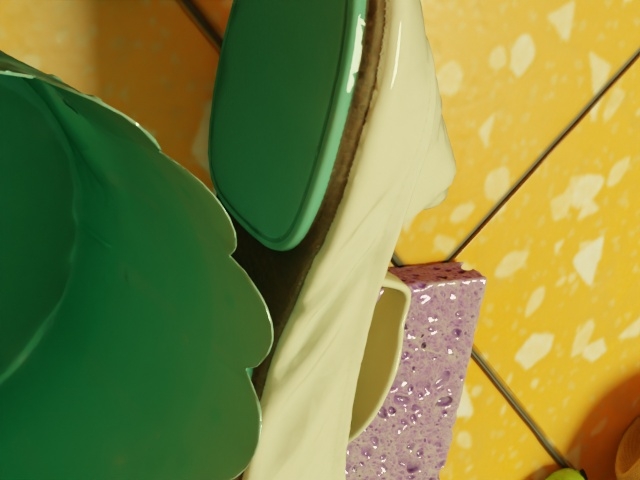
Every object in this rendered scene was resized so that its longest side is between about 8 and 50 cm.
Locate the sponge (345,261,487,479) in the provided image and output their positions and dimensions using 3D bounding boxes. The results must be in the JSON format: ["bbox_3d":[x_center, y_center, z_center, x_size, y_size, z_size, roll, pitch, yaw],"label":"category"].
[{"bbox_3d":[0.039,0.119,0.770,0.117,0.031,0.210,-4,113,-33],"label":"sponge"}]

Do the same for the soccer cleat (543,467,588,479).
[{"bbox_3d":[0.196,0.263,0.931,0.072,0.060,0.179,-20,115,-14],"label":"soccer cleat"}]

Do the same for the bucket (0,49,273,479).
[{"bbox_3d":[-0.181,0.037,0.488,0.281,0.183,0.281,-14,118,-28],"label":"bucket"}]

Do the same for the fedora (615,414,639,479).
[{"bbox_3d":[0.291,0.171,0.909,0.194,0.194,0.079,-42,92,-11],"label":"fedora"}]

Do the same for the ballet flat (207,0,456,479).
[{"bbox_3d":[0.000,0.000,0.628,0.139,0.139,0.400,-2,119,-33],"label":"ballet flat"}]
